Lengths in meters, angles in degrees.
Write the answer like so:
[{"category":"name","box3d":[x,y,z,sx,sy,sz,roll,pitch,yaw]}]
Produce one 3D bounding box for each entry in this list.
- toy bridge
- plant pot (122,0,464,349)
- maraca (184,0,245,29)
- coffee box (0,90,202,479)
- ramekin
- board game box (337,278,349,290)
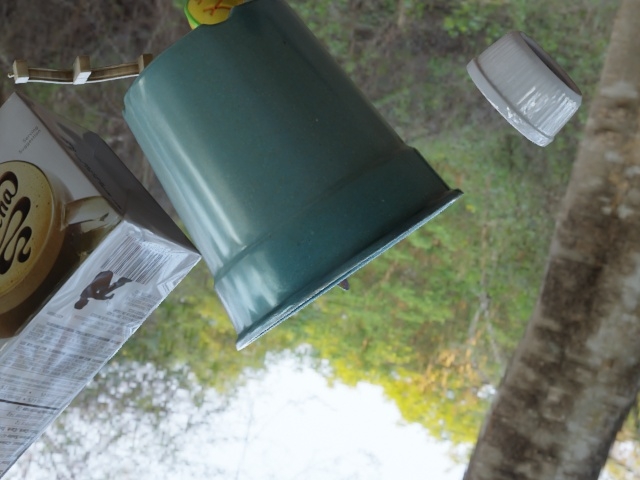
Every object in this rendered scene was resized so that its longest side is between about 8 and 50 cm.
[{"category":"toy bridge","box3d":[-0.322,-0.228,1.287,0.188,0.026,0.063,-8,177,-24]},{"category":"plant pot","box3d":[-0.054,-0.096,1.200,0.334,0.341,0.341,56,-162,2]},{"category":"maraca","box3d":[-0.171,-0.393,1.743,0.127,0.099,0.186,-17,-127,-35]},{"category":"coffee box","box3d":[-0.265,0.055,0.778,0.168,0.297,0.119,46,-173,28]},{"category":"ramekin","box3d":[0.370,-0.278,1.708,0.207,0.109,0.207,36,-155,-20]},{"category":"board game box","box3d":[0.000,0.000,1.446,0.169,0.033,0.133,50,-171,1]}]
